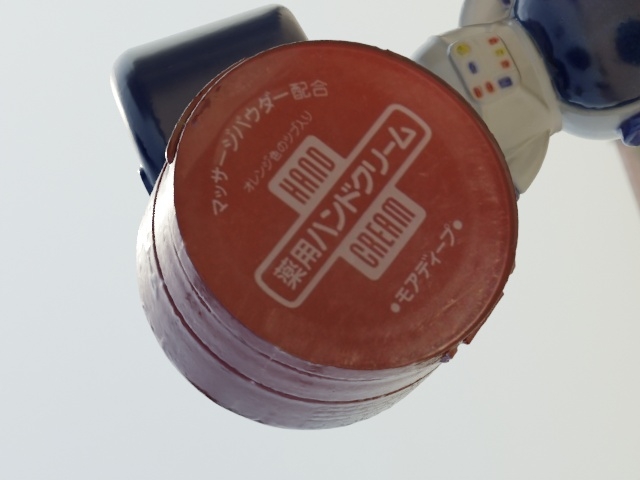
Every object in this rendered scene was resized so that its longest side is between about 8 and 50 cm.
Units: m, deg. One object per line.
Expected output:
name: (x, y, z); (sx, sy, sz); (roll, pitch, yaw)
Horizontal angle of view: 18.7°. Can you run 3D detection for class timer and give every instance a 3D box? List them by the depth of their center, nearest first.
timer: (0.078, -0.084, 1.327); (0.270, 0.383, 0.270); (63, -179, -1)

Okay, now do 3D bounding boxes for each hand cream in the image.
hand cream: (0.000, 0.000, 1.048); (0.125, 0.193, 0.193); (123, 135, -62)
